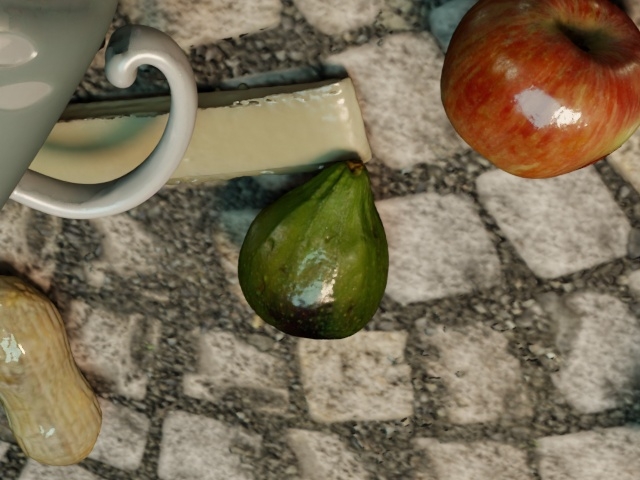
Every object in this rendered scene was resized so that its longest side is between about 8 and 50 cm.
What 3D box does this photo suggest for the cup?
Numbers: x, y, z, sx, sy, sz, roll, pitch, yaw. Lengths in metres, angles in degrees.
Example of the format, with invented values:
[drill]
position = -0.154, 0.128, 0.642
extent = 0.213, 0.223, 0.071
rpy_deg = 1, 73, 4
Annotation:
[cup]
position = -0.251, -0.138, 1.407
extent = 0.357, 0.259, 0.274
rpy_deg = 22, 131, -20

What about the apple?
[apple]
position = 0.156, -0.113, 1.374
extent = 0.146, 0.146, 0.131
rpy_deg = 32, 135, -11

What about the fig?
[fig]
position = 0.000, 0.000, 1.536
extent = 0.123, 0.123, 0.156
rpy_deg = 16, 111, 3

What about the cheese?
[cheese]
position = -0.156, -0.079, 1.563
extent = 0.400, 0.034, 0.085
rpy_deg = -4, 132, 20

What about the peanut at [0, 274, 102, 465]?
[peanut]
position = -0.254, 0.118, 1.717
extent = 0.087, 0.087, 0.206
rpy_deg = -5, 127, 20
